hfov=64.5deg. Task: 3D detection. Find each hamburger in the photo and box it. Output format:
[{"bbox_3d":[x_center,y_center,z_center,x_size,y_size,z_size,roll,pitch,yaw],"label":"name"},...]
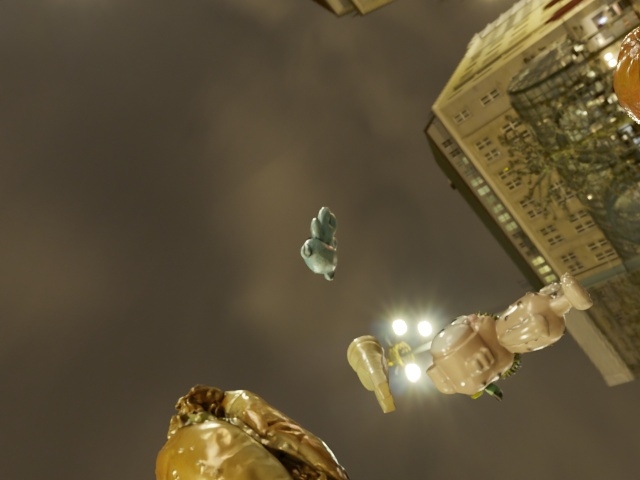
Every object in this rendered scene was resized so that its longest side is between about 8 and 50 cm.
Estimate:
[{"bbox_3d":[-0.044,0.173,0.333,0.083,0.147,0.138,-27,-51,-47],"label":"hamburger"}]

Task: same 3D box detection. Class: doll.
[{"bbox_3d":[0.298,0.148,0.822,0.119,0.278,0.154,55,-166,8],"label":"doll"},{"bbox_3d":[-0.004,0.002,1.178,0.120,0.075,0.180,44,-147,-35],"label":"doll"}]

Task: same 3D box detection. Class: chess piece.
[{"bbox_3d":[0.121,0.298,1.140,0.090,0.090,0.200,44,-175,-18],"label":"chess piece"}]

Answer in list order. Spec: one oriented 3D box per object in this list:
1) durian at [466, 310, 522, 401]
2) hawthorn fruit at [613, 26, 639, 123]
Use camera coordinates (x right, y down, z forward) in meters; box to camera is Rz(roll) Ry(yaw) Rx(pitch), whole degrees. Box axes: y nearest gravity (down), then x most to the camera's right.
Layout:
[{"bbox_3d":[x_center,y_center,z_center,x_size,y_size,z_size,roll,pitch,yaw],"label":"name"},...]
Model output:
[{"bbox_3d":[0.339,0.243,1.094,0.146,0.159,0.198,46,-114,3],"label":"durian"},{"bbox_3d":[0.424,-0.187,0.551,0.189,0.189,0.189,30,-136,-33],"label":"hawthorn fruit"}]
